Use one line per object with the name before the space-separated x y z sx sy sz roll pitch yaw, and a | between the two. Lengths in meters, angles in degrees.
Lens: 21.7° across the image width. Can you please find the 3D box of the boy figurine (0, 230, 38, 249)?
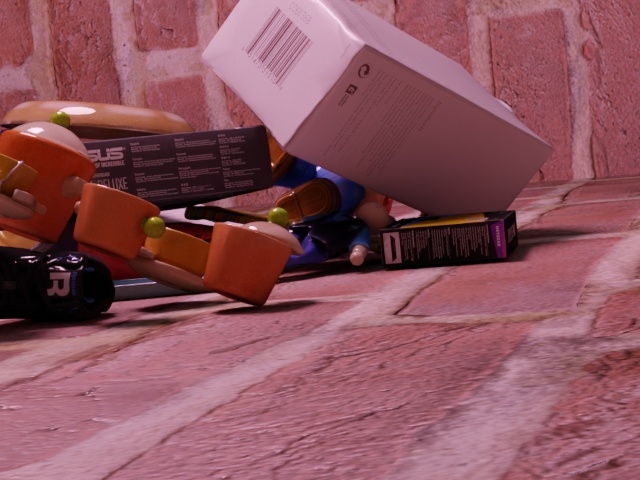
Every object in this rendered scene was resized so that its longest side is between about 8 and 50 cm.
boy figurine | -0.341 -0.023 2.190 0.177 0.092 0.285 29 -36 -33

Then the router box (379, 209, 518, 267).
router box | 0.144 -0.003 1.825 0.133 0.046 0.179 -4 4 11

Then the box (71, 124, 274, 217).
box | -0.243 -0.066 1.872 0.307 0.077 0.242 -8 -1 -29

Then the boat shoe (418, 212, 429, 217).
boat shoe | 0.154 -0.034 2.169 0.063 0.059 0.170 -5 4 10

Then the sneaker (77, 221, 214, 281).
sneaker | -0.152 0.006 1.807 0.128 0.087 0.221 -4 5 35

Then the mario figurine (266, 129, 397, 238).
mario figurine | 0.032 -0.089 2.130 0.170 0.198 0.320 1 -1 19

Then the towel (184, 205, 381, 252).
towel | -0.032 -0.010 1.907 0.237 0.021 0.102 11 5 18

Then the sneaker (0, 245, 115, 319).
sneaker | -0.276 0.034 1.503 0.121 0.079 0.217 -2 -2 39

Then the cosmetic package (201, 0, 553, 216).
cosmetic package | 0.073 -0.161 1.968 0.385 0.156 0.217 25 18 -46

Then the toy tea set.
toy tea set | -0.175 -0.041 1.543 0.336 0.124 0.200 19 -9 -2

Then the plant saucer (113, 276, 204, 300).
plant saucer | -0.175 0.048 1.713 0.192 0.018 0.067 -4 4 -1

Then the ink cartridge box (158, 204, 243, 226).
ink cartridge box | -0.111 0.012 2.084 0.232 0.066 0.189 20 15 25

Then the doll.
doll | 0.000 0.000 1.789 0.189 0.046 0.129 -19 27 -36

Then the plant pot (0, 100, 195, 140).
plant pot | -0.261 -0.141 1.983 0.236 0.032 0.236 4 -1 0

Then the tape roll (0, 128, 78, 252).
tape roll | -0.373 -0.039 1.995 0.189 0.189 0.080 -7 4 -24
